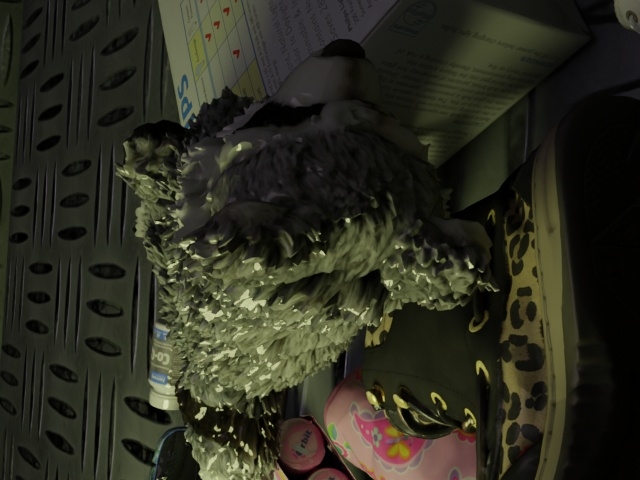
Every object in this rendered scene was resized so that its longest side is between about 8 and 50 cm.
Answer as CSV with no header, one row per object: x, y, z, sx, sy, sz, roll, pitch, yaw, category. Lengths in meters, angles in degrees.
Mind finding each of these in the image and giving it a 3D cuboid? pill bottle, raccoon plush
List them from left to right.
-0.238,0.199,1.191,0.078,0.078,0.137,14,98,53,pill bottle
-0.007,0.082,0.533,0.299,0.216,0.447,-126,25,-62,raccoon plush

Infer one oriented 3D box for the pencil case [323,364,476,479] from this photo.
0.125,0.202,0.669,0.284,0.124,0.124,16,99,54,pencil case

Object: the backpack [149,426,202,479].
-0.206,0.342,1.112,0.084,0.105,0.114,152,127,-72,backpack

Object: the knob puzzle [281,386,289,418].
-0.106,0.180,1.053,0.213,0.030,0.213,-9,79,53,knob puzzle

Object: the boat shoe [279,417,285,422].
-0.119,0.373,0.931,0.302,0.113,0.103,-57,42,8,boat shoe

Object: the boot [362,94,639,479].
0.126,0.125,0.491,0.284,0.138,0.378,148,125,-71,boot

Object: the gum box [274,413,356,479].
0.003,0.279,0.783,0.188,0.062,0.107,55,156,12,gum box

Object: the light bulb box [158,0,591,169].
0.016,-0.246,0.768,0.361,0.225,0.358,-41,55,45,light bulb box

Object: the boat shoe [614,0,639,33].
0.267,-0.185,0.535,0.096,0.098,0.277,-40,47,45,boat shoe
